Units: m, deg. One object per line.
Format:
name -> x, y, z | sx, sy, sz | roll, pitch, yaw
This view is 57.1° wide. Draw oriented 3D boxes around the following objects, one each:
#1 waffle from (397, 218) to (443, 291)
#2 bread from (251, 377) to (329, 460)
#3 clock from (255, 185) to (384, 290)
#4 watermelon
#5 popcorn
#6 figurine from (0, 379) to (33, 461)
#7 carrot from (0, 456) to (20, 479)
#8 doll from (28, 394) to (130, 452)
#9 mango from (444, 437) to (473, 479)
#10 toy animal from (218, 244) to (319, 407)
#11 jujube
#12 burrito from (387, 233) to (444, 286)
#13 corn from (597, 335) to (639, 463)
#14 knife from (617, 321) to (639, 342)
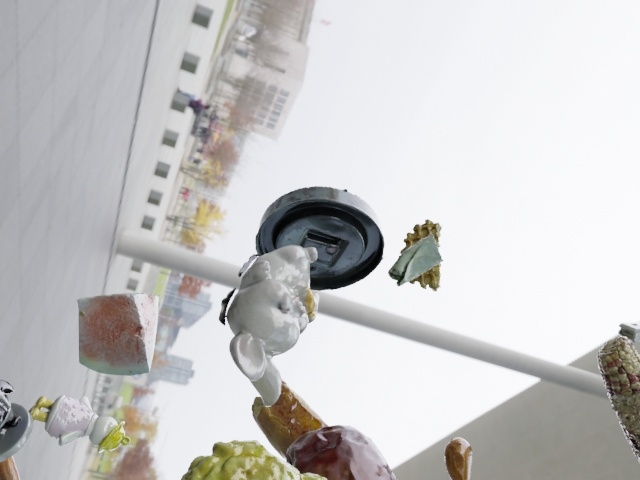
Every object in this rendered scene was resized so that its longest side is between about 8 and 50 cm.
waffle -> 0.293, 0.036, 1.615 | 0.161, 0.046, 0.192 | 28, -98, 34
bread -> -0.060, 0.542, 1.630 | 0.149, 0.344, 0.195 | -41, 148, -16
clock -> 0.000, 0.000, 1.416 | 0.061, 0.313, 0.312 | -89, -159, -45
watermelon -> -0.562, 0.237, 1.651 | 0.201, 0.213, 0.261 | 108, -23, -51
popcorn -> -0.111, 0.448, 0.940 | 0.235, 0.250, 0.242 | -11, -161, 38
figurine -> -0.617, 0.288, 1.010 | 0.176, 0.133, 0.236 | -56, 151, -39
carrot -> -0.735, 0.606, 1.410 | 0.043, 0.043, 0.247 | -129, -152, -75
doll -> -0.486, 0.374, 1.200 | 0.081, 0.207, 0.129 | -59, -168, 25
mango -> 0.372, 0.594, 1.576 | 0.063, 0.077, 0.127 | 86, 7, -65
toy animal -> -0.092, 0.140, 1.127 | 0.208, 0.154, 0.325 | 71, 30, -52
jujube -> 0.050, 0.580, 1.195 | 0.276, 0.277, 0.376 | -58, -134, 46
burrito -> 0.189, 0.041, 1.183 | 0.118, 0.074, 0.044 | -31, -146, 3
corn -> 0.624, 0.327, 1.140 | 0.289, 0.098, 0.098 | 66, -19, 3
knife -> 0.756, 0.196, 1.292 | 0.073, 0.266, 0.040 | -145, -120, -60
